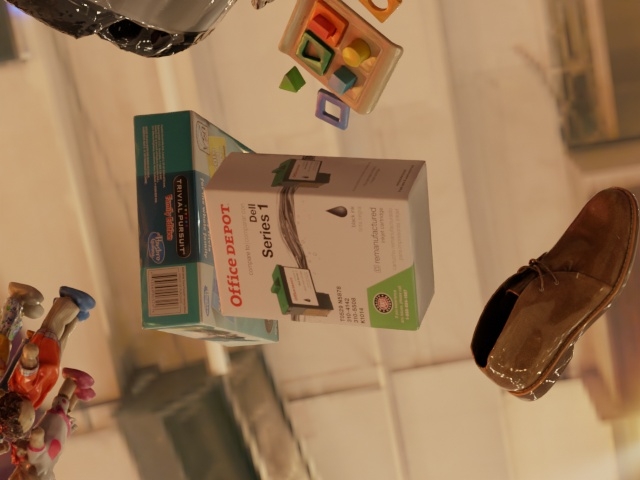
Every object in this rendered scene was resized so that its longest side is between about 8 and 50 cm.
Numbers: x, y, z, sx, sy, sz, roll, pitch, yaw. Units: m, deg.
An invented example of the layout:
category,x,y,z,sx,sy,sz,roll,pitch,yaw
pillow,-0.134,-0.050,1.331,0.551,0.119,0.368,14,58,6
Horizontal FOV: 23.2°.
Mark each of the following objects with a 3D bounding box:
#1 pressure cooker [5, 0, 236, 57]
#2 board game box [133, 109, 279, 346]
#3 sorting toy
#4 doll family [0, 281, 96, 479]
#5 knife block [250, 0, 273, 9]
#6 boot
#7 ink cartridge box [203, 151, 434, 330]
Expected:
category,x,y,z,sx,sy,sz,roll,pitch,yaw
pressure cooker,-0.119,-0.398,1.174,0.375,0.420,0.370,18,-149,-45
board game box,-0.137,-0.005,1.968,0.079,0.254,0.336,-5,172,14
sorting toy,0.025,-0.310,2.572,0.196,0.348,0.047,37,-128,7
doll family,-0.283,0.143,1.363,0.118,0.263,0.163,22,-121,7
knife block,-0.073,-0.392,2.176,0.242,0.088,0.275,-33,177,37
boot,0.302,0.054,1.995,0.115,0.305,0.112,32,178,-36
ink cartridge box,0.000,0.000,1.616,0.219,0.160,0.092,3,-150,17
